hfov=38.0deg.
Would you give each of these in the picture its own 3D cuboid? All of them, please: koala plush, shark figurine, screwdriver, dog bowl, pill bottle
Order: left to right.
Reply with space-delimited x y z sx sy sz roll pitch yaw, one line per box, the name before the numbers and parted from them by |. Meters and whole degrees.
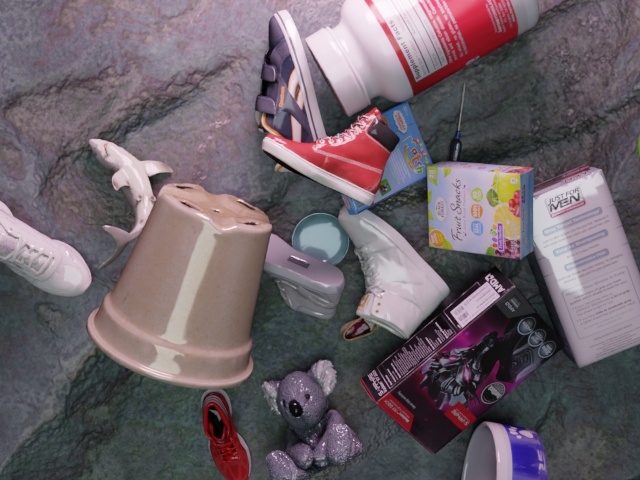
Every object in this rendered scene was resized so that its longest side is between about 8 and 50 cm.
shark figurine | -0.384 -0.068 1.870 0.166 0.278 0.116 8 142 -31
koala plush | -0.026 0.374 1.951 0.196 0.203 0.221 -26 78 15
pill bottle | 0.187 -0.411 1.775 0.408 0.229 0.229 -29 99 4
screwdriver | 0.289 -0.239 1.913 0.025 0.024 0.169 15 98 26
dog bowl | 0.374 0.514 1.921 0.104 0.265 0.264 9 99 -5

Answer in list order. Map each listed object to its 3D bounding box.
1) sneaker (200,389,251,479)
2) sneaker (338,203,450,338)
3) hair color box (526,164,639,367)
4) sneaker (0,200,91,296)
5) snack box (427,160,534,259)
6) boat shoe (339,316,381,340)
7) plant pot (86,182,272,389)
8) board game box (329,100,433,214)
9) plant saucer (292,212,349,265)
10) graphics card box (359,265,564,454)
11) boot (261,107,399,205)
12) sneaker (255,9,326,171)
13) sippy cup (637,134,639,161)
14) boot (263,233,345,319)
sneaker | -0.209 0.432 1.959 0.087 0.128 0.221 -20 98 3
sneaker | 0.114 0.072 1.896 0.292 0.108 0.169 44 74 -9
hair color box | 0.541 0.052 1.923 0.185 0.113 0.374 -23 100 2
sneaker | -0.607 0.026 1.868 0.305 0.152 0.114 34 95 -8
snack box | 0.318 -0.063 1.856 0.207 0.070 0.174 8 110 37
boat shoe | 0.104 0.176 1.965 0.135 0.045 0.050 -32 99 4
plant pot | -0.241 0.069 1.775 0.334 0.334 0.305 19 105 -5
board game box | 0.117 -0.167 1.864 0.212 0.039 0.160 -28 100 -25
plant saucer | 0.000 0.000 1.945 0.119 0.021 0.119 0 100 -1
graphics card box | 0.295 0.253 1.921 0.371 0.094 0.233 -41 123 4
boot | 0.022 -0.191 1.751 0.244 0.088 0.176 23 93 -18
sneaker | -0.075 -0.286 1.841 0.128 0.126 0.321 -16 101 -5
sippy cup | 0.809 -0.181 1.846 0.306 0.240 0.224 12 115 35
boot | -0.076 0.078 1.921 0.258 0.095 0.123 27 132 16
